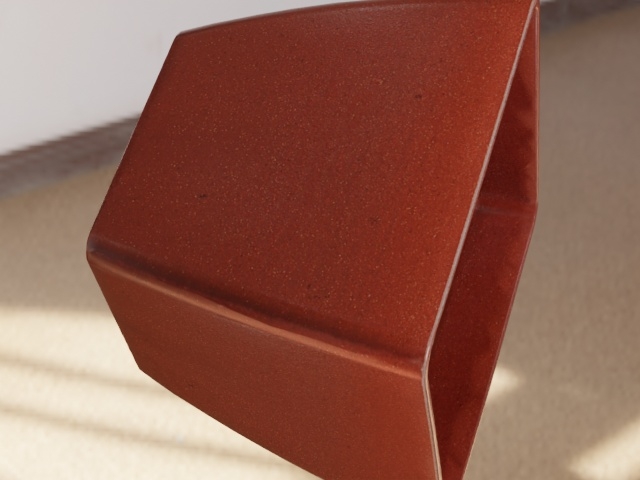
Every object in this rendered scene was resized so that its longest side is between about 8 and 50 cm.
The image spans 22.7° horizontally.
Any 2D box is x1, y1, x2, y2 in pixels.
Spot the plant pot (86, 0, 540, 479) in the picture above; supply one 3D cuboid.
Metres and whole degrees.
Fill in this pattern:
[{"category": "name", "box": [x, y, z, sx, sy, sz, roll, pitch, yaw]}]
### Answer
[{"category": "plant pot", "box": [0.000, 0.000, 1.050, 0.235, 0.267, 0.267, 12, 62, 15]}]
